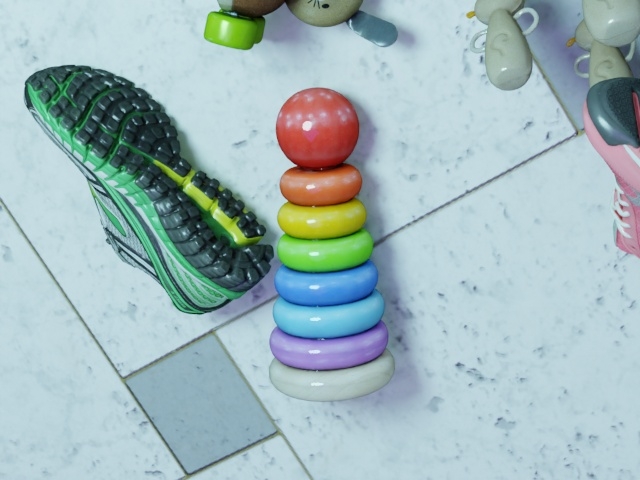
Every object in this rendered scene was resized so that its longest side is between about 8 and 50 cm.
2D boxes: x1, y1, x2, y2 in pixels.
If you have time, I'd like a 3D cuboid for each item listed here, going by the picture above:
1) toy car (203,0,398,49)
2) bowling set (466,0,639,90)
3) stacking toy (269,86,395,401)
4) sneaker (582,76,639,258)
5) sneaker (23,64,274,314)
[{"bbox_3d":[-0.006,-0.260,1.325,0.188,0.149,0.155,13,103,1],"label":"toy car"},{"bbox_3d":[0.299,-0.205,1.257,0.287,0.154,0.200,-21,136,21],"label":"bowling set"},{"bbox_3d":[0.000,0.000,1.424,0.141,0.141,0.330,0,106,18],"label":"stacking toy"},{"bbox_3d":[0.323,-0.031,1.259,0.136,0.116,0.314,-25,133,36],"label":"sneaker"},{"bbox_3d":[-0.217,-0.051,1.470,0.343,0.134,0.146,50,129,2],"label":"sneaker"}]
